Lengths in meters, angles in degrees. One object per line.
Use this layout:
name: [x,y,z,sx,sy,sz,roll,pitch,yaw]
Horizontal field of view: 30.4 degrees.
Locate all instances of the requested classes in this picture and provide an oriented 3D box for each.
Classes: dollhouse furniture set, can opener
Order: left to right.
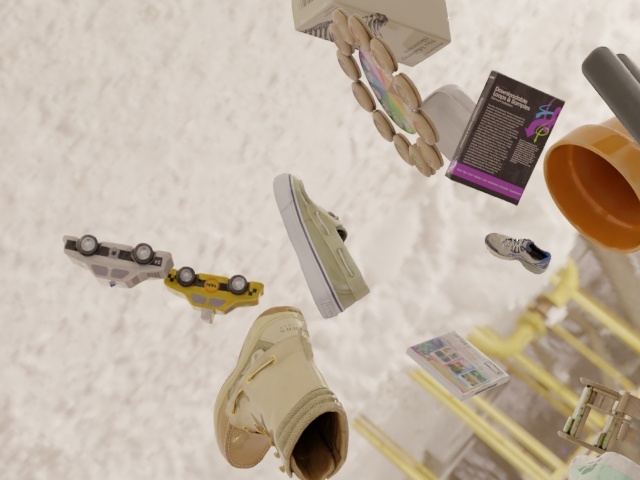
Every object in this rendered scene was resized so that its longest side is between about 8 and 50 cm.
dollhouse furniture set: [0.463,0.335,1.997,0.161,0.101,0.182,65,48,-83]
can opener: [0.400,-0.130,1.335,0.074,0.280,0.093,13,124,-40]

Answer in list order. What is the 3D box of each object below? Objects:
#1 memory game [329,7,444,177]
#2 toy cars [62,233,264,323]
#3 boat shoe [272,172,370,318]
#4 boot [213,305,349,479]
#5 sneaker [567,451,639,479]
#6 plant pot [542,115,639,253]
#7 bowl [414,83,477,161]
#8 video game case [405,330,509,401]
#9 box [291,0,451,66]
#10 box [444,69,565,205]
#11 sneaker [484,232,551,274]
memory game: [0.061,-0.139,1.128,0.012,0.186,0.186,-32,162,-8]
toy cars: [-0.272,0.077,2.062,0.394,0.176,0.087,21,72,-40]
boat shoe: [0.000,0.000,1.986,0.094,0.302,0.109,-22,145,0]
boot: [-0.050,0.242,1.493,0.095,0.203,0.262,4,125,-29]
sneaker: [0.344,0.365,1.548,0.151,0.094,0.256,-55,167,-13]
plant pot: [0.481,-0.115,1.808,0.188,0.205,0.205,-37,161,-21]
bowl: [0.245,-0.211,2.096,0.053,0.142,0.142,-45,-179,-27]
video game case: [0.268,0.243,2.304,0.143,0.157,0.019,-15,134,-41]
box: [0.088,-0.387,2.015,0.275,0.094,0.113,10,154,-37]
box: [0.256,-0.142,1.637,0.162,0.116,0.029,-66,-158,11]
sneaker: [0.381,0.013,2.253,0.058,0.135,0.052,115,-4,-61]
